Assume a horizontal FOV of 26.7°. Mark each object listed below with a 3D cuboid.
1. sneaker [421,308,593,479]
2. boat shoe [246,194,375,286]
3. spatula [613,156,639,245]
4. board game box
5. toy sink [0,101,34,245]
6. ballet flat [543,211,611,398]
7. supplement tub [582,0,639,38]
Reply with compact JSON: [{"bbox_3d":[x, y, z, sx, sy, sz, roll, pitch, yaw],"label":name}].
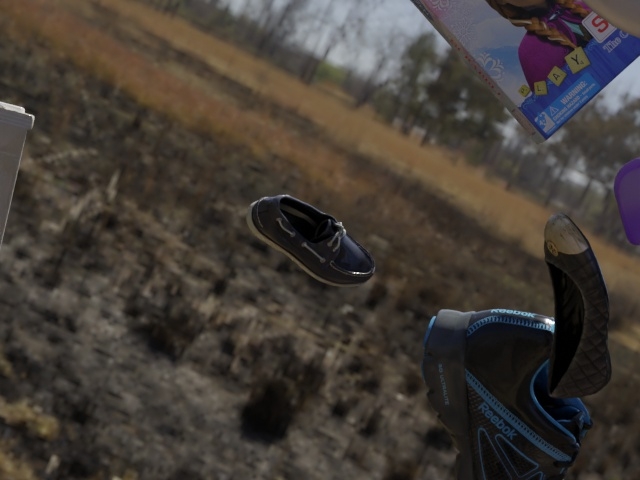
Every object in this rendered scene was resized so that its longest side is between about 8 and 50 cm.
[{"bbox_3d":[0.202,0.226,1.341,0.139,0.341,0.125,-7,24,24],"label":"sneaker"},{"bbox_3d":[0.000,0.000,1.785,0.206,0.075,0.065,29,-35,-27],"label":"boat shoe"},{"bbox_3d":[0.365,0.050,1.434,0.084,0.297,0.030,-18,-26,37],"label":"spatula"},{"bbox_3d":[0.309,-0.352,1.811,0.318,0.318,0.066,47,-3,-1],"label":"board game box"},{"bbox_3d":[-0.428,-0.111,1.575,0.131,0.234,0.152,13,-3,-34],"label":"toy sink"},{"bbox_3d":[0.196,0.057,1.056,0.049,0.173,0.057,-21,31,-12],"label":"ballet flat"},{"bbox_3d":[0.318,-0.283,1.056,0.228,0.228,0.316,26,26,17],"label":"supplement tub"}]
